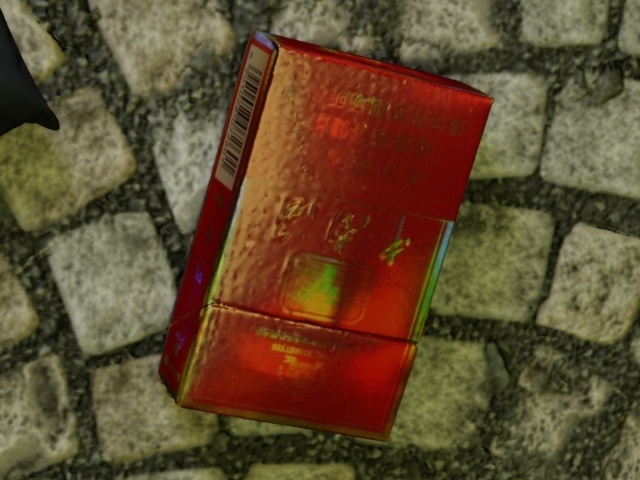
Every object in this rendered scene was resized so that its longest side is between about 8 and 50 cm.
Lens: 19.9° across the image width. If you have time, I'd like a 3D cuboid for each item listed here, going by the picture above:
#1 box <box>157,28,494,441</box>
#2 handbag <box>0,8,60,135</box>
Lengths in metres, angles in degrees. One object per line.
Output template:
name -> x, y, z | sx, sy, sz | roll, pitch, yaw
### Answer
box -> 0.001, -0.001, 1.531 | 0.197, 0.089, 0.313 | 11, 103, -23
handbag -> -0.337, -0.148, 1.372 | 0.211, 0.089, 0.254 | -27, 117, -12
